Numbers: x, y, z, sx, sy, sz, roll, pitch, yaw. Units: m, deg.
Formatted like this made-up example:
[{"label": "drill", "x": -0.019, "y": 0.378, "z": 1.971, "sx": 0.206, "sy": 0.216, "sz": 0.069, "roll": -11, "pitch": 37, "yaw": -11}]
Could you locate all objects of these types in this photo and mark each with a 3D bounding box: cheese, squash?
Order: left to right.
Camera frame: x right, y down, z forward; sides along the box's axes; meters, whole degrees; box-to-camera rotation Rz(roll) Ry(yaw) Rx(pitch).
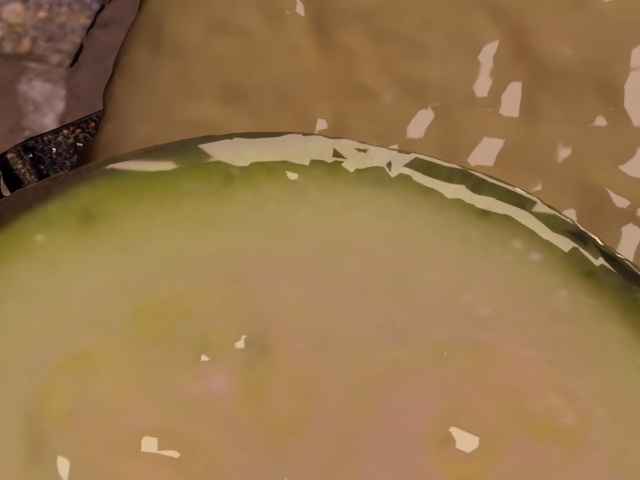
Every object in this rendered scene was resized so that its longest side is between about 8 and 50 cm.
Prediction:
[{"label": "squash", "x": -0.019, "y": 0.176, "z": 0.620, "sx": 0.263, "sy": 0.384, "sz": 0.263, "roll": 1, "pitch": 53, "yaw": -2}, {"label": "cheese", "x": 0.044, "y": -0.040, "z": 0.808, "sx": 0.318, "sy": 0.115, "sz": 0.326, "roll": -45, "pitch": 60, "yaw": -7}]

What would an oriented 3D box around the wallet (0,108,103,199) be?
[{"label": "wallet", "x": 0.000, "y": 0.000, "z": 0.945, "sx": 0.262, "sy": 0.071, "sz": 0.221, "roll": -24, "pitch": 53, "yaw": -20}]
